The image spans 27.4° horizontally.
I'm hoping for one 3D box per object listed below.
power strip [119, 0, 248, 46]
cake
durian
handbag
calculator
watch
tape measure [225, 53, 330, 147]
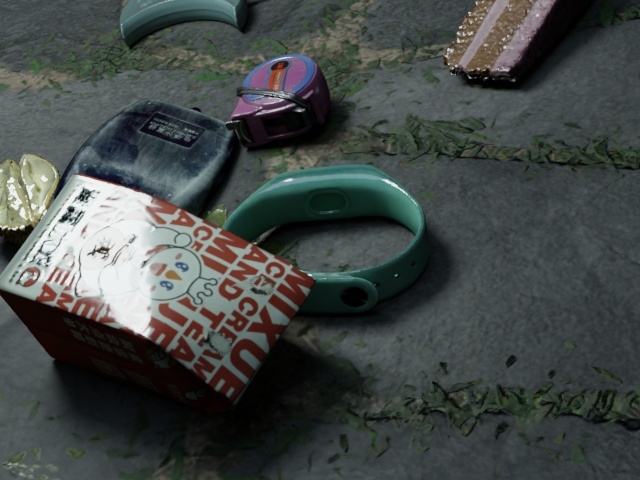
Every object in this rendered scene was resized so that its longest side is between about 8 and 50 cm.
[{"bbox_3d":[-0.183,-0.343,1.916,0.215,0.044,0.137,-8,39,8],"label":"power strip"},{"bbox_3d":[0.266,-0.313,1.704,0.115,0.113,0.295,15,53,34],"label":"cake"},{"bbox_3d":[-0.351,-0.035,1.577,0.110,0.071,0.140,-30,50,-8],"label":"durian"},{"bbox_3d":[-0.160,0.054,1.328,0.298,0.151,0.171,14,59,31],"label":"handbag"},{"bbox_3d":[-0.207,-0.092,1.602,0.177,0.040,0.268,19,40,10],"label":"calculator"},{"bbox_3d":[0.000,0.000,1.438,0.237,0.068,0.195,-3,43,8],"label":"watch"},{"bbox_3d":[-0.051,-0.177,1.656,0.125,0.074,0.118,-7,41,17],"label":"tape measure"}]
